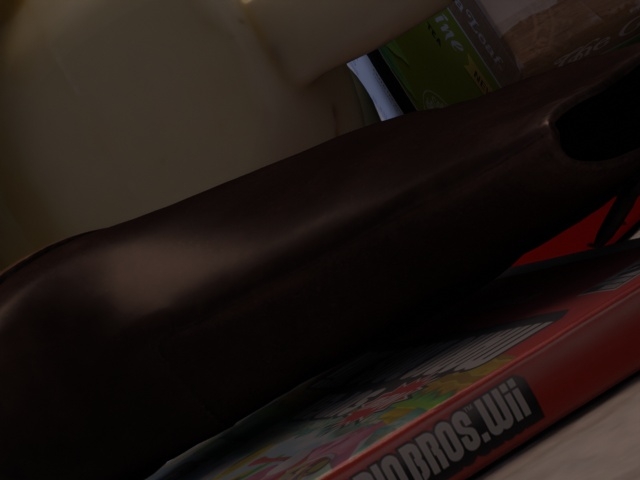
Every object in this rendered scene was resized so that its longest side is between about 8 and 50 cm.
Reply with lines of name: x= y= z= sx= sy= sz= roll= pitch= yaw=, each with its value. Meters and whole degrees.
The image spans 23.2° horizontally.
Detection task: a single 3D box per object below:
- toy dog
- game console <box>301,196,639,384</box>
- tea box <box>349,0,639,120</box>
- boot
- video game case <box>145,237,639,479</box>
toy dog: x=-0.091 y=-0.053 z=0.916 sx=0.395 sy=0.284 sz=0.408 roll=-43 pitch=-7 yaw=11
game console: x=0.075 y=0.024 z=0.725 sx=0.144 sy=0.085 sz=0.124 roll=-31 pitch=-28 yaw=-56
tea box: x=0.186 y=-0.203 z=0.971 sx=0.329 sy=0.220 sz=0.323 roll=-29 pitch=-15 yaw=-8
boot: x=0.000 y=0.000 z=0.510 sx=0.248 sy=0.090 sz=0.207 roll=-25 pitch=-3 yaw=-43
video game case: x=-0.017 y=0.077 z=0.493 sx=0.285 sy=0.025 sz=0.204 roll=-29 pitch=2 yaw=-17
